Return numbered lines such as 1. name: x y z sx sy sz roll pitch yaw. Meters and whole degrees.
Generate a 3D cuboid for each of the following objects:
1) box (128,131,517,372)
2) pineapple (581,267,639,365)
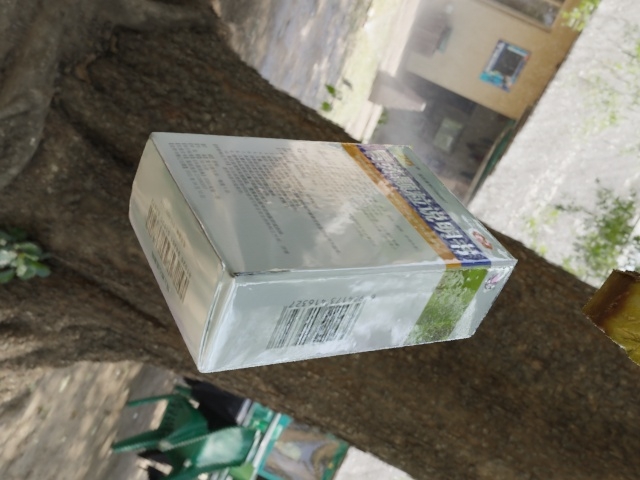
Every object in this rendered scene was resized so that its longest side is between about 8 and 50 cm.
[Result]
1. box: 0.000 0.000 0.673 0.200 0.299 0.106 55 -47 40
2. pineapple: 0.414 0.109 0.877 0.114 0.186 0.236 -53 153 4
